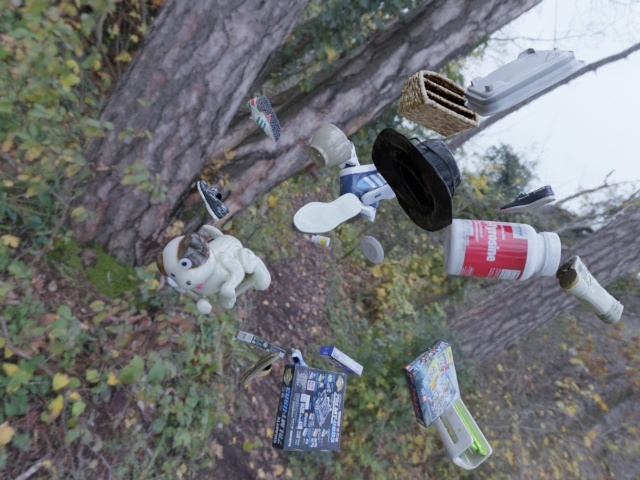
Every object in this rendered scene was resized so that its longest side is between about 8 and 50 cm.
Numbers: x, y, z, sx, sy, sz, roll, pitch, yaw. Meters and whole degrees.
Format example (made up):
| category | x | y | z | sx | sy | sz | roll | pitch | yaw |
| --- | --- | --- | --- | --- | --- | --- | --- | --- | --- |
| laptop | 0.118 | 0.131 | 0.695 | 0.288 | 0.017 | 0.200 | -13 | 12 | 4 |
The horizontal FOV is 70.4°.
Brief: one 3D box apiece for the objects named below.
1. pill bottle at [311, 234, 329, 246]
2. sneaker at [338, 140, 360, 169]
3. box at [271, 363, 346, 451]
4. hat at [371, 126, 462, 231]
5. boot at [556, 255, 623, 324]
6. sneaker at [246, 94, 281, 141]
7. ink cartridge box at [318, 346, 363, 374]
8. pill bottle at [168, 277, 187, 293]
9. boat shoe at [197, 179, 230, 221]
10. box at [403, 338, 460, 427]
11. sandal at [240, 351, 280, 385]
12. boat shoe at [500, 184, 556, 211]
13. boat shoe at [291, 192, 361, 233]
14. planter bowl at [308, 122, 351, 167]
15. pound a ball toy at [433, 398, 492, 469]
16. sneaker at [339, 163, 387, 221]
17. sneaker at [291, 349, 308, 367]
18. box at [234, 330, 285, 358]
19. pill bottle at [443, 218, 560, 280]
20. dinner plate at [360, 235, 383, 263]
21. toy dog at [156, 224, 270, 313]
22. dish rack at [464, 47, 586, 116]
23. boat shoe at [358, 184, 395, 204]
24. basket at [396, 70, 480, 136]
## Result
| category | x | y | z | sx | sy | sz | roll | pitch | yaw |
| --- | --- | --- | --- | --- | --- | --- | --- | --- | --- |
| pill bottle | 0.000 | 0.000 | 2.196 | 0.083 | 0.043 | 0.043 | 15 | 3 | 11 |
| sneaker | 0.129 | -0.383 | 2.082 | 0.235 | 0.094 | 0.153 | 28 | 54 | -61 |
| box | -0.031 | 0.635 | 1.717 | 0.293 | 0.073 | 0.295 | 24 | 66 | -42 |
| hat | 0.274 | -0.181 | 1.177 | 0.331 | 0.134 | 0.331 | 53 | -9 | 12 |
| boot | 0.757 | 0.137 | 1.276 | 0.165 | 0.077 | 0.213 | 42 | 29 | 8 |
| sneaker | -0.192 | -0.404 | 1.523 | 0.057 | 0.075 | 0.161 | -60 | 137 | -42 |
| ink cartridge box | 0.097 | 0.572 | 2.154 | 0.207 | 0.046 | 0.097 | 39 | -30 | -27 |
| pill bottle | -0.590 | 0.187 | 2.052 | 0.117 | 0.118 | 0.208 | 56 | 4 | 24 |
| boat shoe | -0.454 | -0.181 | 1.928 | 0.233 | 0.079 | 0.084 | 55 | 3 | 33 |
| box | 0.346 | 0.440 | 1.395 | 0.044 | 0.159 | 0.233 | 24 | -42 | 54 |
| sandal | -0.210 | 0.464 | 1.623 | 0.049 | 0.180 | 0.072 | 47 | 4 | -11 |
| boat shoe | 0.783 | -0.155 | 1.726 | 0.075 | 0.206 | 0.064 | 7 | 72 | -42 |
| boat shoe | 0.012 | -0.080 | 1.550 | 0.305 | 0.091 | 0.109 | -23 | 84 | -41 |
| planter bowl | 0.022 | -0.342 | 1.708 | 0.162 | 0.109 | 0.162 | 40 | -23 | 21 |
| pound a ball toy | 0.443 | 0.646 | 1.654 | 0.208 | 0.135 | 0.319 | 36 | 14 | -27 |
| sneaker | 0.241 | -0.198 | 1.907 | 0.130 | 0.323 | 0.236 | 82 | 1 | -88 |
| sneaker | -0.102 | 0.608 | 2.213 | 0.144 | 0.053 | 0.059 | 61 | 14 | -4 |
| box | -0.257 | 0.448 | 1.950 | 0.114 | 0.036 | 0.207 | 4 | -26 | 44 |
| pill bottle | 0.715 | 0.040 | 1.816 | 0.229 | 0.408 | 0.228 | 4 | 90 | -82 |
| dinner plate | 0.231 | 0.045 | 2.071 | 0.141 | 0.017 | 0.141 | 35 | -40 | 35 |
| toy dog | -0.441 | 0.089 | 1.818 | 0.408 | 0.285 | 0.395 | 14 | 58 | -65 |
| dish rack | 0.564 | -0.477 | 1.322 | 0.072 | 0.286 | 0.333 | 58 | 17 | -17 |
| boat shoe | 0.188 | -0.154 | 1.462 | 0.040 | 0.142 | 0.049 | -137 | -147 | -56 |
| basket | 0.513 | -0.595 | 1.902 | 0.299 | 0.213 | 0.223 | 18 | -6 | -20 |
